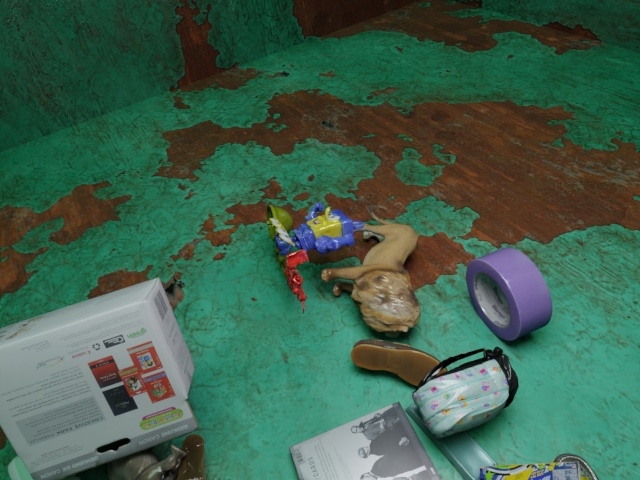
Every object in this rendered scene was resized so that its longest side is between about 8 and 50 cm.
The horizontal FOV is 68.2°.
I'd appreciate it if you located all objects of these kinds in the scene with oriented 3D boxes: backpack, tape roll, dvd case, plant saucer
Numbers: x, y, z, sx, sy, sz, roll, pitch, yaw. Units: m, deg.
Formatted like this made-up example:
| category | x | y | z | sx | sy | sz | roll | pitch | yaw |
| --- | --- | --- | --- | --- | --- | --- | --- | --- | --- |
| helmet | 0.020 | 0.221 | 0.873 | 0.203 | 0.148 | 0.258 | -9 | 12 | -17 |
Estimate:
| category | x | y | z | sx | sy | sz | roll | pitch | yaw |
| --- | --- | --- | --- | --- | --- | --- | --- | --- | --- |
| backpack | 0.268 | 0.291 | 0.888 | 0.182 | 0.152 | 0.115 | -13 | 46 | -16 |
| tape roll | 0.405 | 0.116 | 1.032 | 0.080 | 0.189 | 0.189 | -19 | 44 | -10 |
| dvd case | 0.080 | 0.423 | 0.880 | 0.239 | 0.029 | 0.179 | -19 | 44 | -9 |
| plant saucer | 0.250 | 0.376 | 0.909 | 0.067 | 0.018 | 0.192 | -28 | 45 | -20 |

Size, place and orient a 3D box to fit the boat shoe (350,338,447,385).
| category | x | y | z | sx | sy | sz | roll | pitch | yaw |
| --- | --- | --- | --- | --- | --- | --- | --- | --- | --- |
| boat shoe | 0.171 | 0.254 | 1.015 | 0.207 | 0.073 | 0.073 | 15 | 8 | 16 |

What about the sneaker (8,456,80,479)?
| category | x | y | z | sx | sy | sz | roll | pitch | yaw |
| --- | --- | --- | --- | --- | --- | --- | --- | --- | --- |
| sneaker | -0.482 | 0.439 | 0.892 | 0.256 | 0.094 | 0.151 | 28 | 74 | 36 |

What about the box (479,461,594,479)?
| category | x | y | z | sx | sy | sz | roll | pitch | yaw |
| --- | --- | --- | --- | --- | --- | --- | --- | --- | --- |
| box | 0.349 | 0.403 | 0.771 | 0.169 | 0.059 | 0.054 | -25 | 30 | 39 |

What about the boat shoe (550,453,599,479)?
| category | x | y | z | sx | sy | sz | roll | pitch | yaw |
| --- | --- | --- | --- | --- | --- | --- | --- | --- | --- |
| boat shoe | 0.426 | 0.465 | 0.727 | 0.103 | 0.092 | 0.285 | 1 | 44 | 11 |

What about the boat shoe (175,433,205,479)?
| category | x | y | z | sx | sy | sz | roll | pitch | yaw |
| --- | --- | --- | --- | --- | --- | --- | --- | --- | --- |
| boat shoe | -0.246 | 0.450 | 0.898 | 0.056 | 0.049 | 0.152 | 8 | 38 | -8 |

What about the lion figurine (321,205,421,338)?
| category | x | y | z | sx | sy | sz | roll | pitch | yaw |
| --- | --- | --- | --- | --- | --- | --- | --- | --- | --- |
| lion figurine | 0.161 | 0.050 | 1.170 | 0.240 | 0.142 | 0.392 | 1 | 50 | 31 |

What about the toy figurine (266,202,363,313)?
| category | x | y | z | sx | sy | sz | roll | pitch | yaw |
| --- | --- | --- | --- | --- | --- | --- | --- | --- | --- |
| toy figurine | 0.000 | 0.000 | 1.167 | 0.217 | 0.191 | 0.362 | -18 | 20 | -9 |

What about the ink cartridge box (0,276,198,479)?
| category | x | y | z | sx | sy | sz | roll | pitch | yaw |
| --- | --- | --- | --- | --- | --- | --- | --- | --- | --- |
| ink cartridge box | -0.405 | 0.253 | 0.864 | 0.309 | 0.271 | 0.130 | -17 | 16 | -4 |

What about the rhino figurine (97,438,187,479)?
| category | x | y | z | sx | sy | sz | roll | pitch | yaw |
| --- | --- | --- | --- | --- | --- | --- | --- | --- | --- |
| rhino figurine | -0.355 | 0.417 | 0.904 | 0.243 | 0.073 | 0.106 | 3 | 52 | 41 |
